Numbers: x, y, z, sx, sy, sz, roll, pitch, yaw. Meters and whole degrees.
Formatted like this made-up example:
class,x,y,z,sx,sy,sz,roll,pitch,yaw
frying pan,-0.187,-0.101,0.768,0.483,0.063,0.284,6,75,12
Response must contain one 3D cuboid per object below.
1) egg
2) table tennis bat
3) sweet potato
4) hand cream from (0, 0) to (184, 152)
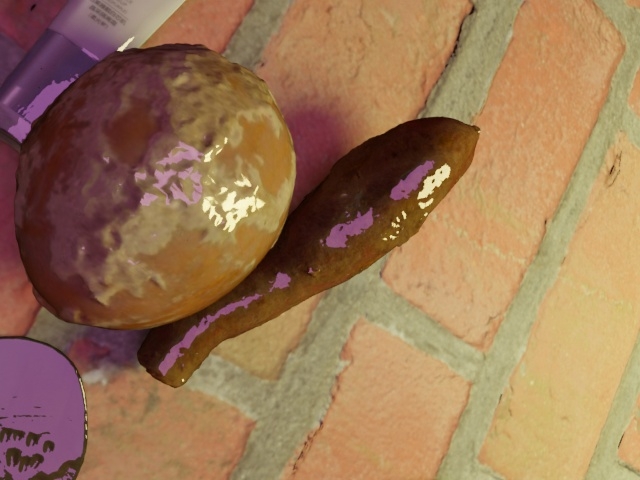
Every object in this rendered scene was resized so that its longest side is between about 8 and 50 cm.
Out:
class,x,y,z,sx,sy,sz,roll,pitch,yaw
egg,-0.120,-0.039,0.408,0.195,0.195,0.233,32,74,-22
table tennis bat,-0.259,0.196,0.436,0.131,0.022,0.234,-1,87,-27
sweet potato,0.000,0.000,0.518,0.385,0.109,0.109,-38,105,-9
hand cream,-0.184,-0.182,0.458,0.079,0.048,0.255,36,74,-19
